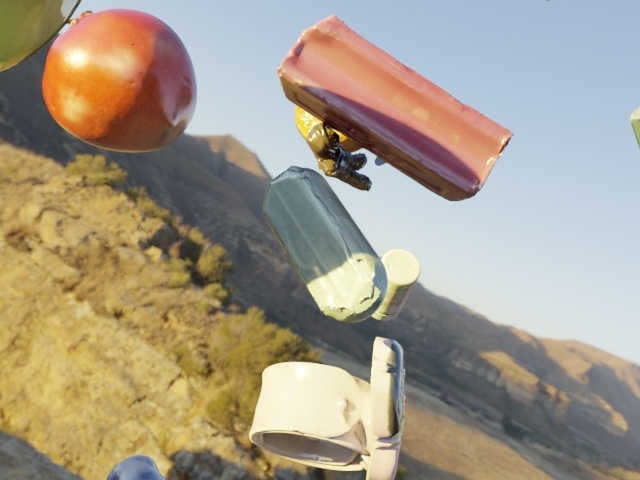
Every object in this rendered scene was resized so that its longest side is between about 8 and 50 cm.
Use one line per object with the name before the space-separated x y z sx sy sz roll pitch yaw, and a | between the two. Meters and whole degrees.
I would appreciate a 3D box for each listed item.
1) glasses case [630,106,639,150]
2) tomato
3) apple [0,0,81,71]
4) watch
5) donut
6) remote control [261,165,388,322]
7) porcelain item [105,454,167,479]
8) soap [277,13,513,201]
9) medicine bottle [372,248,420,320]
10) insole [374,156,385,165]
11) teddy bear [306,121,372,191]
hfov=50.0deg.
glasses case | 0.577 -0.116 1.098 0.266 0.105 0.056 57 11 -27
tomato | -0.413 -0.328 1.454 0.321 0.321 0.321 26 -3 1
apple | -0.387 -0.317 0.688 0.319 0.319 0.277 24 32 27
watch | 0.015 0.243 1.034 0.231 0.196 0.244 8 -31 12
donut | 0.045 -0.307 1.611 0.227 0.226 0.114 24 -1 30
remote control | 0.000 0.000 0.915 0.052 0.104 0.247 19 32 -56
porcelain item | -0.244 0.446 1.061 0.259 0.141 0.141 33 3 42
soap | 0.113 -0.210 1.124 0.359 0.128 0.233 33 1 0
medicine bottle | 0.152 0.097 1.468 0.086 0.086 0.183 26 -30 7
insole | 0.157 -0.189 1.309 0.002 0.135 0.045 40 13 -40
teddy bear | 0.022 -0.151 1.245 0.078 0.119 0.160 -23 -39 26
